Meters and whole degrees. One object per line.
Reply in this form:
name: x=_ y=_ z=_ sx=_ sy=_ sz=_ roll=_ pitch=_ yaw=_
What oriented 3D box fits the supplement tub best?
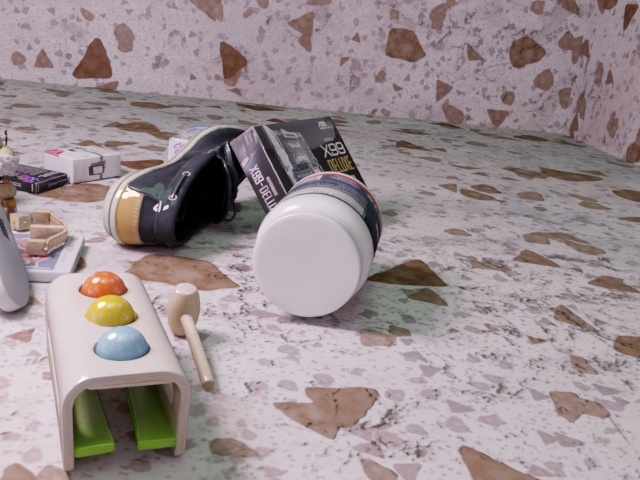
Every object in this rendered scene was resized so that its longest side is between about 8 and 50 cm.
supplement tub: x=0.000 y=0.000 z=1.220 sx=0.191 sy=0.191 sz=0.272 roll=9 pitch=19 yaw=7

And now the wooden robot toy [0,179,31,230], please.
wooden robot toy: x=-0.617 y=-0.077 z=1.412 sx=0.076 sy=0.079 sz=0.173 roll=-7 pitch=22 yaw=-37

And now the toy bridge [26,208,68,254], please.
toy bridge: x=-0.480 y=-0.015 z=1.283 sx=0.063 sy=0.026 sz=0.188 roll=3 pitch=19 yaw=-19

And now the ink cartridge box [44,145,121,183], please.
ink cartridge box: x=-0.584 y=-0.190 z=1.792 sx=0.109 sy=0.063 sz=0.150 roll=18 pitch=21 yaw=30

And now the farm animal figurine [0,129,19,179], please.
farm animal figurine: x=-0.774 y=-0.147 z=1.414 sx=0.327 sy=0.172 sz=0.330 roll=-7 pitch=18 yaw=-27

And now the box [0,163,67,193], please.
box: x=-0.687 y=-0.145 z=1.675 sx=0.162 sy=0.029 sz=0.116 roll=10 pitch=19 yaw=15

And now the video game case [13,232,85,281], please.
video game case: x=-0.514 y=0.024 z=1.229 sx=0.201 sy=0.023 sz=0.183 roll=3 pitch=18 yaw=-12

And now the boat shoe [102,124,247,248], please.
boat shoe: x=-0.241 y=-0.112 z=1.503 sx=0.156 sy=0.187 sz=0.500 roll=14 pitch=26 yaw=17

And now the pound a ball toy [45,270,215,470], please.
pound a ball toy: x=-0.215 y=0.118 z=0.873 sx=0.208 sy=0.135 sz=0.319 roll=-1 pitch=20 yaw=-23

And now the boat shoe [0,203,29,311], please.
boat shoe: x=-0.517 y=0.018 z=1.101 sx=0.088 sy=0.096 sz=0.267 roll=-31 pitch=56 yaw=-6

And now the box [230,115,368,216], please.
box: x=-0.027 y=-0.137 z=1.570 sx=0.076 sy=0.242 sz=0.307 roll=-29 pitch=-5 yaw=34

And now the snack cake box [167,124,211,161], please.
snack cake box: x=-0.320 y=-0.261 z=2.066 sx=0.152 sy=0.089 sz=0.264 roll=9 pitch=18 yaw=4
